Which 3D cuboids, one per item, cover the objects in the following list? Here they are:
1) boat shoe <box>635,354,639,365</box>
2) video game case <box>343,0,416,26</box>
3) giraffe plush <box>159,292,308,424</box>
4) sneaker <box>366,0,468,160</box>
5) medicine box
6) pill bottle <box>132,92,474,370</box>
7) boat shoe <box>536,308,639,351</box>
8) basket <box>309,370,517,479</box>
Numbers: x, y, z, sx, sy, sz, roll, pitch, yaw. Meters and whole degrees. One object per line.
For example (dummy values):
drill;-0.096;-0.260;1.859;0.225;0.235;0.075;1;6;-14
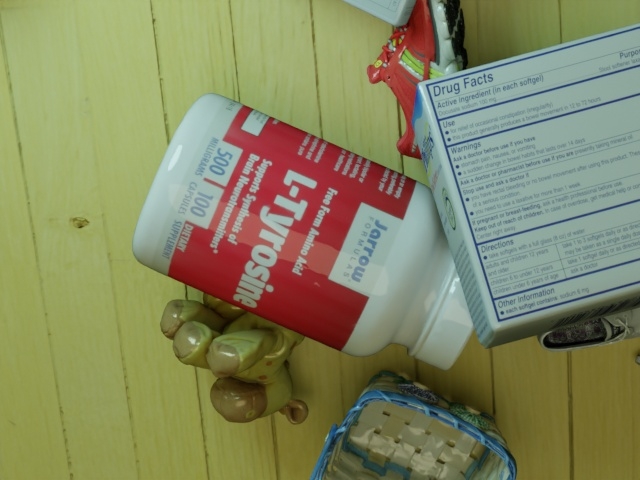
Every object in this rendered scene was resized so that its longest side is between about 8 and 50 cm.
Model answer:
boat shoe;0.453;0.159;1.756;0.100;0.035;0.035;18;84;5
video game case;0.008;-0.445;1.552;0.329;0.036;0.299;29;112;17
giraffe plush;-0.094;0.161;1.786;0.210;0.181;0.170;-12;123;-24
sneaker;0.110;-0.223;1.632;0.118;0.107;0.279;-5;108;15
medicine box;0.266;-0.059;1.512;0.264;0.149;0.289;-15;78;-3
pill bottle;0.000;0.000;1.659;0.408;0.229;0.229;23;111;-1
boat shoe;0.362;0.104;1.730;0.184;0.063;0.066;-7;108;11
basket;0.111;0.297;1.715;0.255;0.289;0.201;24;116;-4
